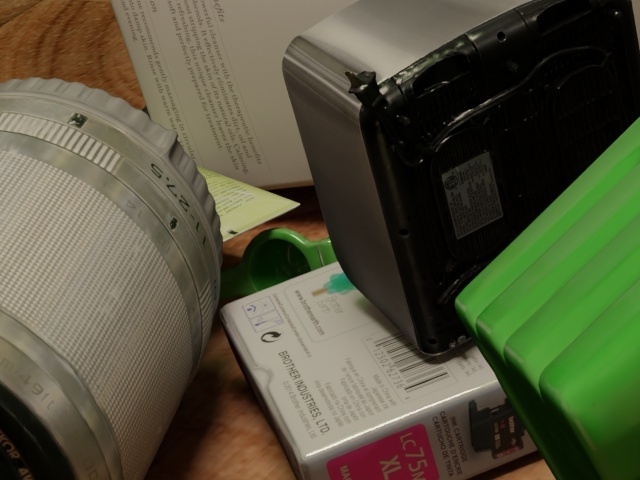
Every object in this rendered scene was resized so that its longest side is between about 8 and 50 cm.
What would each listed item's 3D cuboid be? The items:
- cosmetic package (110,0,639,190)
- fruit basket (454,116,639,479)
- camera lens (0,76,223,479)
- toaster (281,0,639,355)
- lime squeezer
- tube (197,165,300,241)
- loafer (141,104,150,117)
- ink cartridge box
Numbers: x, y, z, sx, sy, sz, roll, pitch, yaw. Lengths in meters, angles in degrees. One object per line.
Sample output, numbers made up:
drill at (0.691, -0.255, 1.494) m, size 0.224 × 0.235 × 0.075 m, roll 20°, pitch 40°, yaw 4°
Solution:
cosmetic package at (0.051, -0.151, 1.221) m, size 0.365 × 0.197 × 0.155 m, roll -4°, pitch 21°, yaw 36°
fruit basket at (0.268, 0.030, 0.696) m, size 0.392 × 0.283 × 0.392 m, roll -31°, pitch 5°, yaw 3°
camera lens at (-0.183, 0.060, 1.005) m, size 0.219 × 0.219 × 0.274 m, roll -7°, pitch 29°, yaw 19°
toaster at (0.082, -0.058, 0.981) m, size 0.168 × 0.186 × 0.110 m, roll -28°, pitch 34°, yaw -18°
lime squeezer at (0.000, 0.000, 1.185) m, size 0.310 × 0.059 × 0.110 m, roll -20°, pitch 28°, yaw -3°
tube at (-0.111, -0.027, 1.236) m, size 0.240 × 0.062 × 0.070 m, roll 20°, pitch 83°, yaw 57°
loafer at (-0.065, -0.117, 1.432) m, size 0.170 × 0.062 × 0.061 m, roll -20°, pitch 23°, yaw -7°
ink cartridge box at (0.114, 0.041, 1.039) m, size 0.311 × 0.065 × 0.186 m, roll -23°, pitch 28°, yaw -6°
